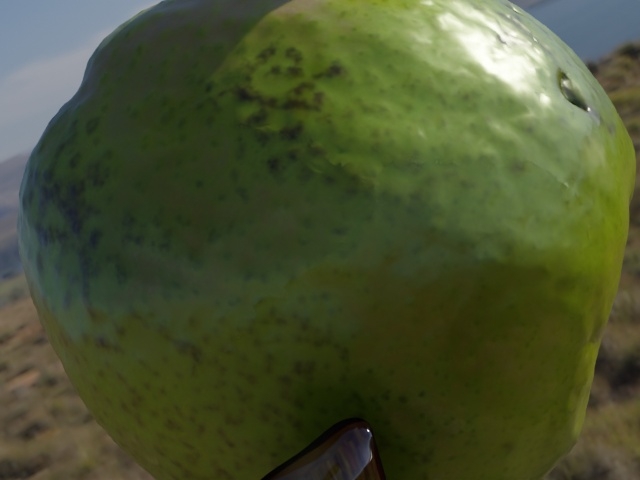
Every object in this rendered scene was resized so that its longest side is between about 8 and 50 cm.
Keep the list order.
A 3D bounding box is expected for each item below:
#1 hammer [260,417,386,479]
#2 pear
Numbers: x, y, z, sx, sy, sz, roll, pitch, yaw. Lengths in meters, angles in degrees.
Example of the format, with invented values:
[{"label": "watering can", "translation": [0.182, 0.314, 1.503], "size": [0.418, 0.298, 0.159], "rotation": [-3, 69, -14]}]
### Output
[{"label": "hammer", "translation": [0.047, 0.289, 0.656], "size": [0.243, 0.408, 0.095], "rotation": [-22, 18, -23]}, {"label": "pear", "translation": [0.000, 0.000, 0.806], "size": [0.391, 0.391, 0.391], "rotation": [-25, 8, 4]}]
